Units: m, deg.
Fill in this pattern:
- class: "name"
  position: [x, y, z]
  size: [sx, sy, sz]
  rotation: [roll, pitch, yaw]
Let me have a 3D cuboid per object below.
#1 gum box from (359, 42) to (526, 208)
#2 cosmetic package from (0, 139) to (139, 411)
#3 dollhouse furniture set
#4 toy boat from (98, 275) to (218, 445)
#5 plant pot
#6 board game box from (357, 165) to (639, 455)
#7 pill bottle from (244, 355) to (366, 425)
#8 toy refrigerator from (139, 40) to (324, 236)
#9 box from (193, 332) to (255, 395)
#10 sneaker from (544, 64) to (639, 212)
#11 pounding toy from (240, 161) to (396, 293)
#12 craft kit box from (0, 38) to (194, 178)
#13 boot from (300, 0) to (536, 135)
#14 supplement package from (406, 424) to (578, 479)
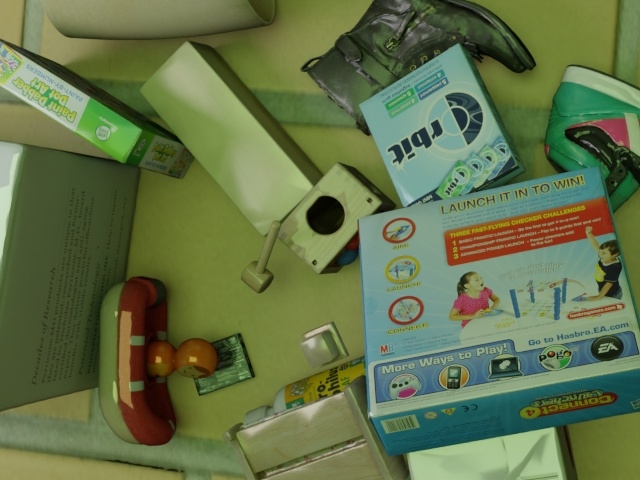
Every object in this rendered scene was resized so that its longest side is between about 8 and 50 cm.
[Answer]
- class: "gum box"
  position: [0.153, -0.132, 1.578]
  size: [0.157, 0.041, 0.184]
  rotation: [-31, 68, 21]
- class: "cosmetic package"
  position: [-0.473, 0.023, 1.622]
  size: [0.330, 0.394, 0.327]
  rotation: [9, 91, 13]
- class: "dollhouse furniture set"
  position: [-0.014, 0.301, 1.607]
  size: [0.303, 0.174, 0.355]
  rotation: [-23, 91, 26]
- class: "toy boat"
  position: [-0.215, 0.165, 1.691]
  size: [0.151, 0.151, 0.231]
  rotation: [1, 90, 8]
- class: "plant pot"
  position: [-0.231, -0.369, 1.647]
  size: [0.274, 0.256, 0.256]
  rotation: [-16, 86, 13]
- class: "board game box"
  position: [0.205, 0.077, 1.438]
  size: [0.308, 0.086, 0.301]
  rotation: [-12, 46, 11]
- class: "pill bottle"
  position: [0.010, 0.235, 1.657]
  size: [0.208, 0.117, 0.117]
  rotation: [-22, 85, 11]
- class: "toy refrigerator"
  position: [-0.115, -0.140, 1.703]
  size: [0.102, 0.094, 0.269]
  rotation: [-44, 81, 15]
- class: "box"
  position: [-0.142, 0.174, 1.740]
  size: [0.083, 0.018, 0.067]
  rotation: [-21, 85, 11]
- class: "sneaker"
  position: [0.411, -0.089, 1.570]
  size: [0.296, 0.124, 0.178]
  rotation: [26, 90, 19]
- class: "pounding toy"
  position: [-0.006, 0.004, 1.630]
  size: [0.094, 0.181, 0.206]
  rotation: [42, 98, 9]
- class: "craft kit box"
  position: [-0.311, -0.175, 1.664]
  size: [0.250, 0.247, 0.061]
  rotation: [32, 97, 10]
- class: "boot"
  position: [0.130, -0.234, 1.663]
  size: [0.263, 0.091, 0.229]
  rotation: [38, 102, 14]
- class: "supplement package"
  position: [0.224, 0.299, 1.521]
  size: [0.175, 0.293, 0.177]
  rotation: [-11, 88, 12]
